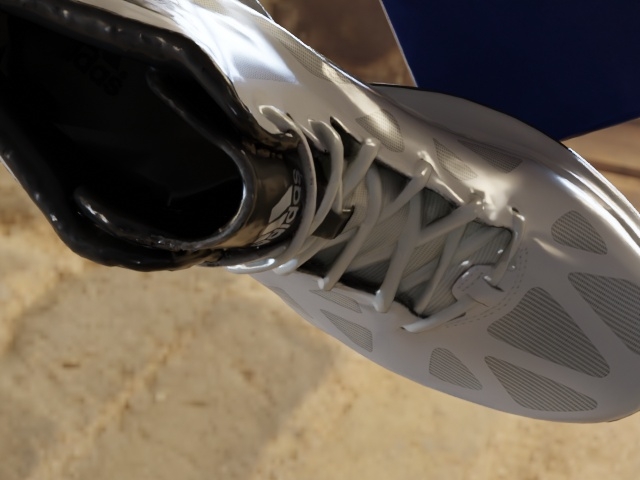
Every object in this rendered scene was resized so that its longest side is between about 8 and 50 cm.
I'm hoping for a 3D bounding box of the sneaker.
[{"bbox_3d":[-0.001,0.001,0.924,0.448,0.169,0.257,31,-161,-10],"label":"sneaker"}]

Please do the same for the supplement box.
[{"bbox_3d":[0.170,-0.216,1.173,0.194,0.195,0.356,-17,-162,23],"label":"supplement box"}]
